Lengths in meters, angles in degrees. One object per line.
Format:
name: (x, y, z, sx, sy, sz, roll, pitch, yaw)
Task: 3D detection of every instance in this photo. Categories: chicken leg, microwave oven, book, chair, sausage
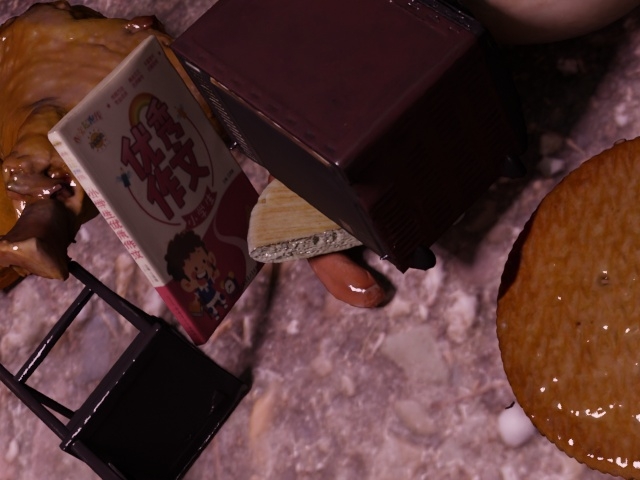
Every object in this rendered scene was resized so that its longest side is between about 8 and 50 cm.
chicken leg: (-0.201, -0.105, 1.461, 0.295, 0.182, 0.409, -8, 32, 9)
microwave oven: (0.033, -0.126, 1.311, 0.188, 0.178, 0.247, -44, 52, -13)
book: (-0.128, -0.045, 1.362, 0.022, 0.232, 0.162, -15, 27, 38)
chair: (-0.151, 0.150, 1.348, 0.260, 0.154, 0.141, 34, 86, 41)
sausage: (0.000, 0.000, 1.410, 0.043, 0.043, 0.186, -41, 50, 6)

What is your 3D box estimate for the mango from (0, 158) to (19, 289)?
mango: (-0.420, -0.067, 1.624, 0.359, 0.144, 0.187, 22, 122, 39)

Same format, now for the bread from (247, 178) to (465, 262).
bread: (0.025, -0.037, 1.392, 0.193, 0.036, 0.112, -12, 45, -2)

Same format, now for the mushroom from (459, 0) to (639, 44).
mushroom: (0.170, -0.323, 1.321, 0.298, 0.290, 0.297, -16, 54, 24)

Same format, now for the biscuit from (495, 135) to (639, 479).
biscuit: (0.279, 0.047, 1.213, 0.305, 0.038, 0.305, -15, 59, 26)
